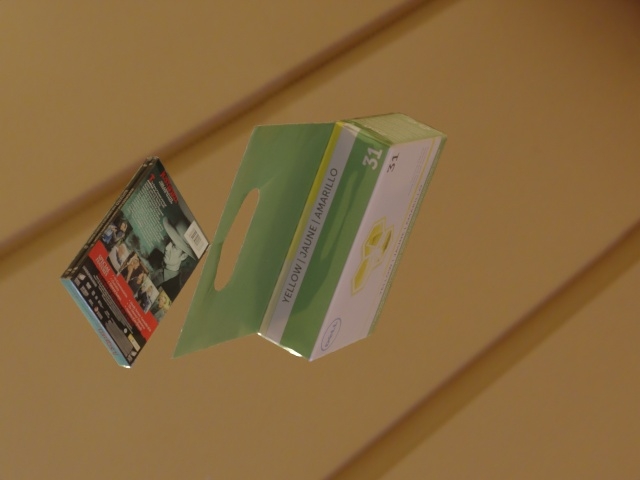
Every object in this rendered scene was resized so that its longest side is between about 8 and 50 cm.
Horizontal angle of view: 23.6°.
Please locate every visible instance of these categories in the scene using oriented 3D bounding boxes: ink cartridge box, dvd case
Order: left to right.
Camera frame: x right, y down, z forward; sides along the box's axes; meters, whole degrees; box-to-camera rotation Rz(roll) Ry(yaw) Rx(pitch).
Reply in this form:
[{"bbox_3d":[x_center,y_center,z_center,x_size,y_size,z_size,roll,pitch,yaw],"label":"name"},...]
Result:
[{"bbox_3d":[-0.124,0.014,1.044,0.013,0.087,0.119,3,-133,36],"label":"dvd case"},{"bbox_3d":[0.000,0.000,1.062,0.056,0.171,0.235,25,-164,18],"label":"ink cartridge box"}]
